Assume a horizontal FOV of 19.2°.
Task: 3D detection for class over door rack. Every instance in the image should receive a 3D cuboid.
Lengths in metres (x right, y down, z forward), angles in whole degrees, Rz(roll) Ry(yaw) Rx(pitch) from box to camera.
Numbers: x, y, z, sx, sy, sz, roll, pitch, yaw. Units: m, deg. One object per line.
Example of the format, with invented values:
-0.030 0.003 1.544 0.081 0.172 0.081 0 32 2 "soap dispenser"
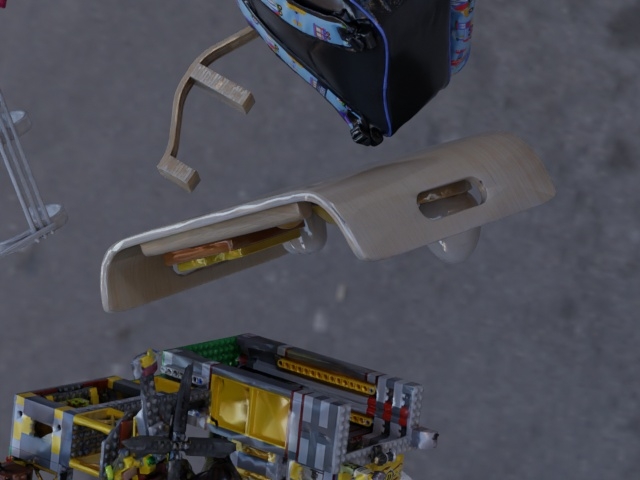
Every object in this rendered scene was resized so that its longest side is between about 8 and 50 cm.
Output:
-0.415 -0.049 1.820 0.108 0.324 0.239 8 125 44 "over door rack"

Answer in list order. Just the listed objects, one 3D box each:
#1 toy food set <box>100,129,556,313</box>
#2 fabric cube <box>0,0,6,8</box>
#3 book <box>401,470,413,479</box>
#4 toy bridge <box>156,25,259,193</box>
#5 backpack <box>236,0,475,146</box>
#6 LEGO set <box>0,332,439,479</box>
0.000 0.000 1.461 0.306 0.220 0.092 -14 94 46 "toy food set"
-0.358 -0.349 1.425 0.259 0.254 0.258 34 110 53 "fabric cube"
0.020 0.259 1.752 0.096 0.144 0.035 40 153 18 "book"
-0.087 -0.135 1.662 0.063 0.026 0.188 30 78 17 "toy bridge"
0.016 -0.180 1.399 0.117 0.158 0.173 -41 64 -19 "backpack"
-0.061 0.193 1.279 0.192 0.331 0.255 14 95 37 "LEGO set"
